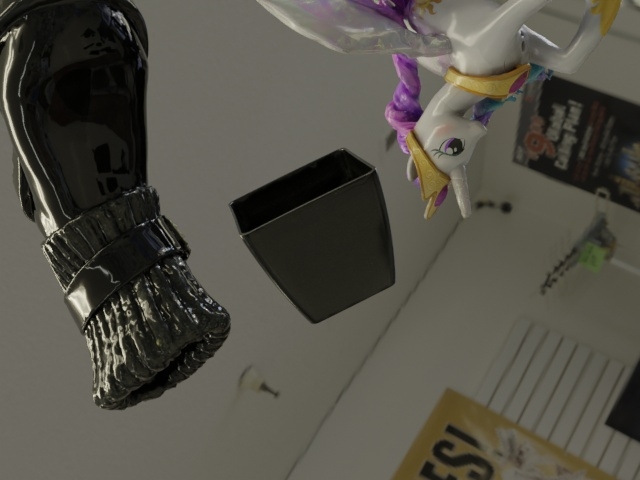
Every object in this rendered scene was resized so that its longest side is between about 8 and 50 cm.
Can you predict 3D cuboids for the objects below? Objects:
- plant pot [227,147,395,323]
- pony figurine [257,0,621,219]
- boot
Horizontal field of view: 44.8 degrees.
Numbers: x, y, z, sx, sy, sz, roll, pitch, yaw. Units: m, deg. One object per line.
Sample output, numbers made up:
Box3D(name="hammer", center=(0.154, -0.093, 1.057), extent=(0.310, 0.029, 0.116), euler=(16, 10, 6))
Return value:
Box3D(name="plant pot", center=(0.000, 0.000, 1.051), extent=(0.188, 0.187, 0.167), euler=(-26, -72, -4))
Box3D(name="pony figurine", center=(0.132, -0.249, 0.857), extent=(0.303, 0.351, 0.363), euler=(-8, -40, -54))
Box3D(name="boot", center=(-0.171, -0.022, 0.652), extent=(0.131, 0.260, 0.348), euler=(-19, -22, -22))
